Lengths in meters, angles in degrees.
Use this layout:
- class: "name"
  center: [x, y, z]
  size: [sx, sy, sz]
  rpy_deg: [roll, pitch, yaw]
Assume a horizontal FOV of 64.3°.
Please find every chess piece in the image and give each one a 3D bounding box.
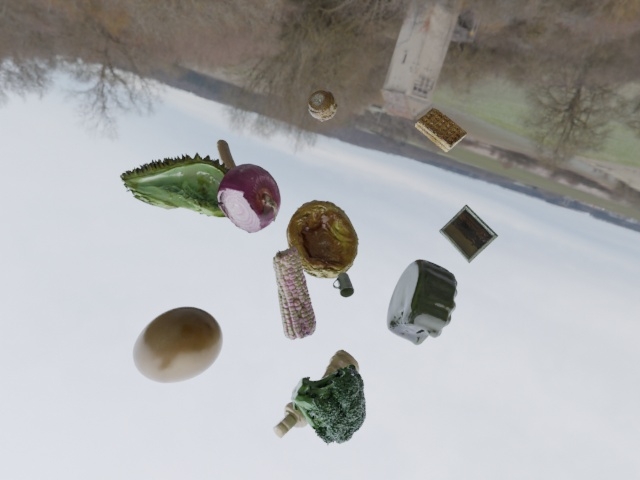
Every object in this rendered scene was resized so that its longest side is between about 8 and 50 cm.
- class: "chess piece"
  center: [-0.018, 0.559, 1.828]
  size: [0.117, 0.117, 0.397]
  rpy_deg: [24, -136, 32]

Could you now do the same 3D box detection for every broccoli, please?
- class: "broccoli"
  center: [0.033, 0.516, 1.641]
  size: [0.245, 0.265, 0.294]
  rpy_deg: [20, 158, -2]

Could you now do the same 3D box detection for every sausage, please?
- class: "sausage"
  center: [-0.412, -0.343, 2.297]
  size: [0.066, 0.066, 0.301]
  rpy_deg: [9, -140, -38]

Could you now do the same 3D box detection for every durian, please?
- class: "durian"
  center: [-0.433, -0.172, 1.619]
  size: [0.394, 0.198, 0.163]
  rpy_deg: [5, 172, -32]

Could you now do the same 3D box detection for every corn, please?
- class: "corn"
  center: [-0.093, 0.187, 1.756]
  size: [0.127, 0.335, 0.126]
  rpy_deg: [-9, -160, 3]

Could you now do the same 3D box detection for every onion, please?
- class: "onion"
  center: [-0.214, -0.143, 1.592]
  size: [0.207, 0.200, 0.200]
  rpy_deg: [37, -175, -16]

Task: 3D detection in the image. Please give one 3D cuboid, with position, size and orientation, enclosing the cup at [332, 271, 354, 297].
- class: "cup"
  center: [0.080, 0.164, 1.873]
  size: [0.075, 0.054, 0.083]
  rpy_deg: [-11, -139, -4]

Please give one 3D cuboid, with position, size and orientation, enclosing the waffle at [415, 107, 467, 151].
- class: "waffle"
  center: [0.396, -0.366, 1.677]
  size: [0.148, 0.042, 0.102]
  rpy_deg: [43, -119, 14]

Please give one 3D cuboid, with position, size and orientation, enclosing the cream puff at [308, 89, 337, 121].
- class: "cream puff"
  center: [0.013, -0.587, 2.225]
  size: [0.144, 0.126, 0.103]
  rpy_deg: [59, -169, 30]

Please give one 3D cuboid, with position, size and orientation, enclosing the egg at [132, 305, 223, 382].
- class: "egg"
  center: [-0.593, 0.434, 2.121]
  size: [0.374, 0.301, 0.301]
  rpy_deg: [-19, -160, -11]

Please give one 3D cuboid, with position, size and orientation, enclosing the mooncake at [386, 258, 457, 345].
- class: "mooncake"
  center: [0.414, 0.253, 2.075]
  size: [0.187, 0.351, 0.351]
  rpy_deg: [20, -170, -5]

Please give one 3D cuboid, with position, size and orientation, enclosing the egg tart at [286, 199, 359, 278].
- class: "egg tart"
  center: [0.000, 0.000, 2.190]
  size: [0.352, 0.352, 0.150]
  rpy_deg: [12, 164, -25]

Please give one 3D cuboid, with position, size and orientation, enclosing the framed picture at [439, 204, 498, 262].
- class: "framed picture"
  center: [0.733, -0.037, 2.538]
  size: [0.014, 0.197, 0.252]
  rpy_deg: [26, -158, -48]
